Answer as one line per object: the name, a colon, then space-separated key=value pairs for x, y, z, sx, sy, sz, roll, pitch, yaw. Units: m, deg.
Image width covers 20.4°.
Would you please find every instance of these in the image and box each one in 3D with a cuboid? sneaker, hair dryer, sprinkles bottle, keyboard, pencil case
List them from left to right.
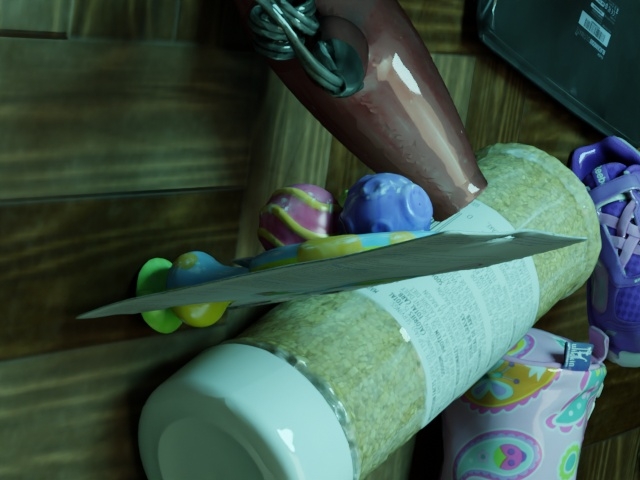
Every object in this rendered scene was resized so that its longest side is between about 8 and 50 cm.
hair dryer: x=-0.004 y=-0.096 z=0.919 sx=0.080 sy=0.224 sz=0.293 roll=-33 pitch=139 yaw=17
sprinkles bottle: x=0.043 y=0.057 z=1.099 sx=0.355 sy=0.121 sz=0.121 roll=-36 pitch=130 yaw=-45
pencil case: x=0.133 y=0.197 z=1.290 sx=0.124 sy=0.124 sz=0.284 roll=-4 pitch=106 yaw=-56
keyboard: x=0.206 y=-0.197 z=1.332 sx=0.317 sy=0.033 sz=0.202 roll=25 pitch=83 yaw=-57
sneaker: x=0.229 y=0.000 z=1.333 sx=0.236 sy=0.095 sz=0.104 roll=-92 pitch=159 yaw=-58

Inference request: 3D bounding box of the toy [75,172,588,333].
toy: x=0.000 y=0.000 z=0.924 sx=0.137 sy=0.237 sz=0.056 roll=1 pitch=76 yaw=-54
